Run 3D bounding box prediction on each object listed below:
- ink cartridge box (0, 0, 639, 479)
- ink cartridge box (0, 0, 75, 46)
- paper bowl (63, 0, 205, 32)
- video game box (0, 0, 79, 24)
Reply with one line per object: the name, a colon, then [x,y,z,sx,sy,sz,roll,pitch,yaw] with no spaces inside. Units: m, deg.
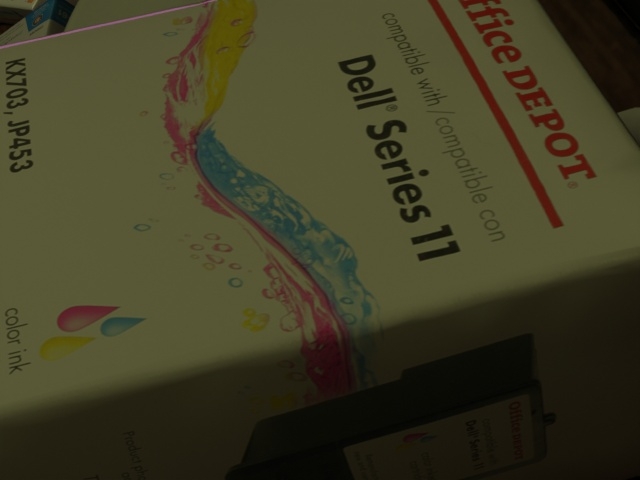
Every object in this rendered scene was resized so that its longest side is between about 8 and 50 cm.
ink cartridge box: [0.000,0.000,0.475,0.353,0.119,0.207,-14,42,-5]
ink cartridge box: [-0.239,-0.131,1.072,0.088,0.052,0.122,-24,49,38]
paper bowl: [-0.048,-0.099,0.740,0.284,0.148,0.284,-28,45,33]
video game box: [-0.245,-0.298,1.208,0.187,0.048,0.205,18,79,51]
